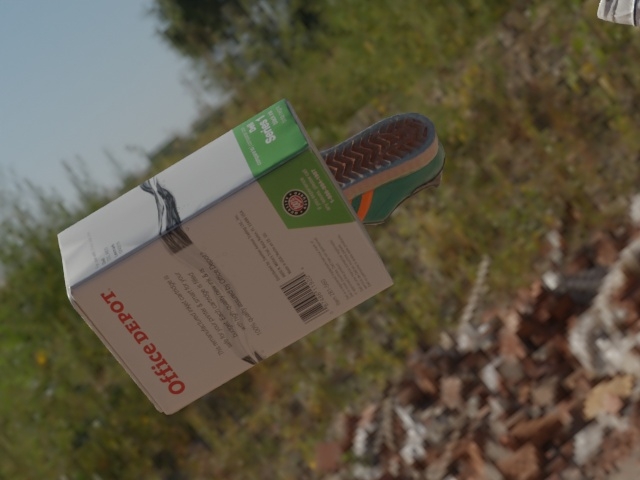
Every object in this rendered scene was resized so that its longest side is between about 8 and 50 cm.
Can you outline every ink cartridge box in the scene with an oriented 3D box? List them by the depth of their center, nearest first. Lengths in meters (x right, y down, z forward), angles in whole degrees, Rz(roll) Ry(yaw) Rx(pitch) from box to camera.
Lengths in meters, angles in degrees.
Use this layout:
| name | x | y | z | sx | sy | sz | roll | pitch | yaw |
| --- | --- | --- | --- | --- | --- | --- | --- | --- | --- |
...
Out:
| name | x | y | z | sx | sy | sz | roll | pitch | yaw |
| --- | --- | --- | --- | --- | --- | --- | --- | --- | --- |
| ink cartridge box | -0.078 | 0.015 | 1.272 | 0.219 | 0.160 | 0.092 | -30 | 36 | 3 |

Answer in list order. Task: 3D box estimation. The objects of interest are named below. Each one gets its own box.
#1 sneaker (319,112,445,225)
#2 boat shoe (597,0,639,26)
| name | x | y | z | sx | sy | sz | roll | pitch | yaw |
| --- | --- | --- | --- | --- | --- | --- | --- | --- | --- |
| sneaker | 0.021 | -0.055 | 2.041 | 0.302 | 0.108 | 0.121 | -20 | -39 | 4 |
| boat shoe | 0.399 | -0.401 | 2.003 | 0.095 | 0.084 | 0.258 | 14 | -96 | -71 |
